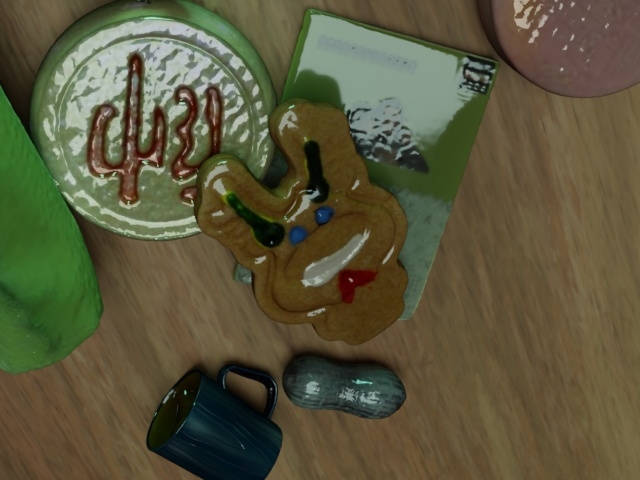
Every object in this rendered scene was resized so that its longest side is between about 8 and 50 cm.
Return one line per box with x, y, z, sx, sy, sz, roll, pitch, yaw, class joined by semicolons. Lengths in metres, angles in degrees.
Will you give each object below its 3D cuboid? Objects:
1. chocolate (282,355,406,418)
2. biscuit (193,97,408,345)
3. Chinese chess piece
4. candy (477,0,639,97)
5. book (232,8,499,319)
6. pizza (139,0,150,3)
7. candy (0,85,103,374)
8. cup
0.032;0.190;1.214;0.167;0.072;0.072;12;110;-9;chocolate
0.000;0.000;1.064;0.202;0.047;0.334;-35;128;-2;biscuit
-0.181;-0.132;1.035;0.270;0.112;0.270;-3;114;-7;Chinese chess piece
0.303;-0.287;1.038;0.255;0.094;0.255;-2;113;-6;candy
0.049;-0.076;1.126;0.239;0.035;0.352;13;111;-11;book
-0.277;-0.355;0.901;0.365;0.182;0.074;47;144;-4;pizza
-0.340;-0.022;0.957;0.132;0.142;0.343;-2;126;24;candy
-0.121;0.237;1.191;0.138;0.113;0.150;36;105;-21;cup
